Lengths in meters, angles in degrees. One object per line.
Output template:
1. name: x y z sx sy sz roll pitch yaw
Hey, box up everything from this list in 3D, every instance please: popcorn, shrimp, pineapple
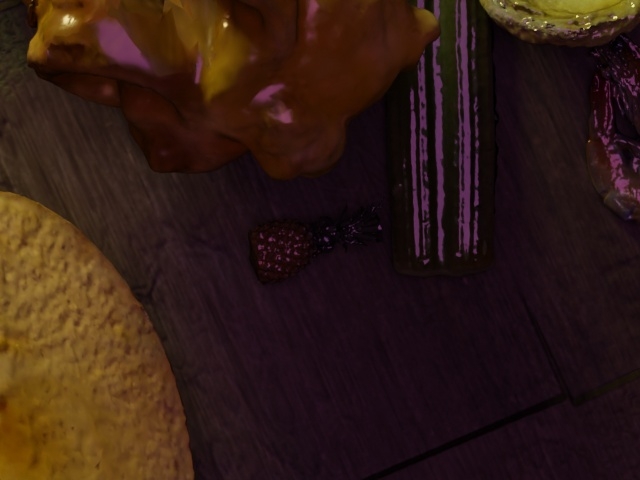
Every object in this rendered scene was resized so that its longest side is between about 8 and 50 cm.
1. popcorn: -0.072 -0.183 1.414 0.316 0.281 0.297 -20 77 -12
2. shrimp: 0.271 -0.103 1.616 0.101 0.042 0.190 -22 94 6
3. pineapple: 0.000 0.000 1.607 0.124 0.058 0.058 -13 93 -9

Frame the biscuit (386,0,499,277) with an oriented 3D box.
1. biscuit: 0.106 -0.129 1.611 0.099 0.038 0.322 -1 92 1

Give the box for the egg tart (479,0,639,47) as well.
1. egg tart: 0.212 -0.247 1.578 0.197 0.078 0.197 0 78 0

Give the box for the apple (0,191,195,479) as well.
1. apple: -0.278 0.136 1.503 0.314 0.252 0.309 -20 81 -3
